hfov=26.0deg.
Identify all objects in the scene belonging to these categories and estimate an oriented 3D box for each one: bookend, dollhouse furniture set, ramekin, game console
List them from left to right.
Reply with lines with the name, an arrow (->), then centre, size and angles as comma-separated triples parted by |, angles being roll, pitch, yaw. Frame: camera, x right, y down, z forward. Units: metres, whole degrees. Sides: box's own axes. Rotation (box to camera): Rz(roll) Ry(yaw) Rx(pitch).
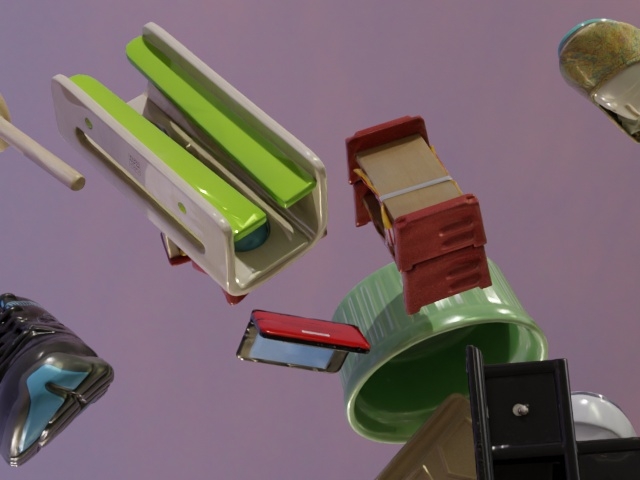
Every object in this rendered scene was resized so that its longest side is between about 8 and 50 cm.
game console -> -0.023, 0.143, 1.762 | 0.144, 0.124, 0.085 | 9, -77, -14
dollhouse furniture set -> 0.000, 0.000, 1.727 | 0.374, 0.201, 0.152 | -17, -48, -7
ramekin -> 0.159, 0.148, 1.993 | 0.303, 0.148, 0.303 | -14, -36, -10
bookend -> 0.196, 0.158, 1.072 | 0.072, 0.157, 0.156 | 69, -162, -75

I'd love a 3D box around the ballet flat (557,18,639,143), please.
ballet flat -> 0.426, -0.206, 1.896 | 0.348, 0.123, 0.123 | 21, -87, -62

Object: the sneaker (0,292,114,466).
sneaker -> -0.282, 0.123, 1.306 | 0.125, 0.139, 0.341 | -41, 2, -14

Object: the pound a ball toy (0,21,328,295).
pound a ball toy -> -0.174, -0.068, 1.340 | 0.208, 0.319, 0.135 | -35, -32, -26

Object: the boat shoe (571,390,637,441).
boat shoe -> 0.258, 0.227, 1.398 | 0.367, 0.136, 0.156 | 77, -161, -49

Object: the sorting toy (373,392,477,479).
sorting toy -> 0.174, 0.396, 1.934 | 0.307, 0.229, 0.041 | -48, -12, -4
